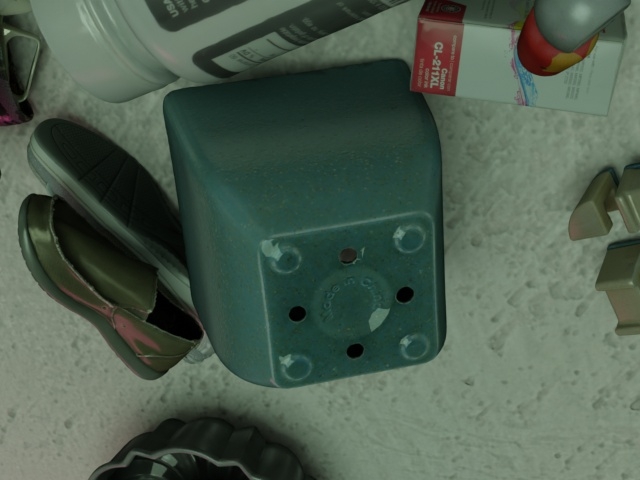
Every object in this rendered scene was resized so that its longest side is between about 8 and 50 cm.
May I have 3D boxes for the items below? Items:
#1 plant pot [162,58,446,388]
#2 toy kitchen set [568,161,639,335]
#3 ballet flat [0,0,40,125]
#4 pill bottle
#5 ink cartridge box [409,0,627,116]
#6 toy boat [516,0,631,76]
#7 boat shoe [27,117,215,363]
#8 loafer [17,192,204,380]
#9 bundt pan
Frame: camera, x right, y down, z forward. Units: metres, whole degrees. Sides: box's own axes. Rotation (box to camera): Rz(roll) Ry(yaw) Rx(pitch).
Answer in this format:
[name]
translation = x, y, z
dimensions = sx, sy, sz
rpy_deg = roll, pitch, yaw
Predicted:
[plant pot]
translation = 0.000, 0.000, 0.950
dimensions = 0.247, 0.252, 0.248
rpy_deg = -9, 116, -8
[toy kitchen set]
translation = 0.369, -0.012, 0.996
dimensions = 0.207, 0.122, 0.166
rpy_deg = -11, 116, 41
[ballet flat]
translation = -0.331, -0.219, 1.071
dimensions = 0.079, 0.077, 0.222
rpy_deg = -1, 123, -6
[pill bottle]
translation = -0.062, -0.260, 0.900
dimensions = 0.361, 0.204, 0.204
rpy_deg = -19, 111, 21
[ink cartridge box]
translation = 0.177, -0.176, 0.928
dimensions = 0.175, 0.127, 0.072
rpy_deg = 9, 120, 9
[toy boat]
translation = 0.209, -0.284, 0.788
dimensions = 0.267, 0.148, 0.318
rpy_deg = 10, 84, 0
[boat shoe]
translation = -0.207, 0.006, 1.128
dimensions = 0.103, 0.118, 0.320
rpy_deg = -35, 111, 22
[loafer]
translation = -0.203, 0.038, 1.036
dimensions = 0.087, 0.094, 0.251
rpy_deg = -23, 130, 17
[bundt pan]
translation = -0.133, 0.351, 1.284
dimensions = 0.330, 0.124, 0.331
rpy_deg = 6, 119, 11
